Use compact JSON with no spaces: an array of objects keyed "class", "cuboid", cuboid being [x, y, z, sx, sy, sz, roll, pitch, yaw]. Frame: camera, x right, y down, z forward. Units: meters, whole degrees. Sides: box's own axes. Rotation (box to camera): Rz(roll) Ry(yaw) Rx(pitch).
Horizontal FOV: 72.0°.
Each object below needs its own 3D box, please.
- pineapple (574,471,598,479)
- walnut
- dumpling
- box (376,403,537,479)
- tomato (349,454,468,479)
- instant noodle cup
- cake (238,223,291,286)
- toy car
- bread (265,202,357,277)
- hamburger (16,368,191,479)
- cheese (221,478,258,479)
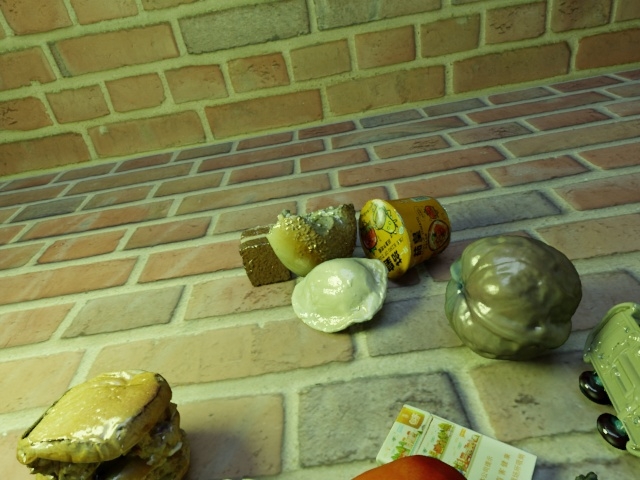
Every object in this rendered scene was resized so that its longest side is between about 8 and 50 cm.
[{"class":"pineapple","cuboid":[0.407,0.360,0.495,0.358,0.222,0.223,-7,29,28]},{"class":"walnut","cuboid":[0.366,0.111,0.847,0.249,0.248,0.248,-8,31,5]},{"class":"dumpling","cuboid":[0.042,0.134,1.048,0.252,0.131,0.179,-14,53,14]},{"class":"box","cuboid":[0.216,0.353,0.707,0.221,0.032,0.122,11,37,32]},{"class":"tomato","cuboid":[0.112,0.393,0.535,0.260,0.179,0.259,-11,30,6]},{"class":"instant noodle cup","cuboid":[0.228,-0.022,1.170,0.173,0.215,0.216,-16,30,-26]},{"class":"cake","cuboid":[-0.154,0.035,1.260,0.135,0.135,0.147,-10,26,4]},{"class":"toy car","cuboid":[0.562,0.230,0.689,0.198,0.204,0.247,15,34,-2]},{"class":"bread","cuboid":[-0.001,0.005,1.172,0.171,0.191,0.314,-10,1,32]},{"class":"hamburger","cuboid":[-0.359,0.348,0.728,0.245,0.211,0.261,9,30,43]},{"class":"cheese","cuboid":[-0.121,0.443,0.548,0.233,0.127,0.266,-41,29,4]}]
